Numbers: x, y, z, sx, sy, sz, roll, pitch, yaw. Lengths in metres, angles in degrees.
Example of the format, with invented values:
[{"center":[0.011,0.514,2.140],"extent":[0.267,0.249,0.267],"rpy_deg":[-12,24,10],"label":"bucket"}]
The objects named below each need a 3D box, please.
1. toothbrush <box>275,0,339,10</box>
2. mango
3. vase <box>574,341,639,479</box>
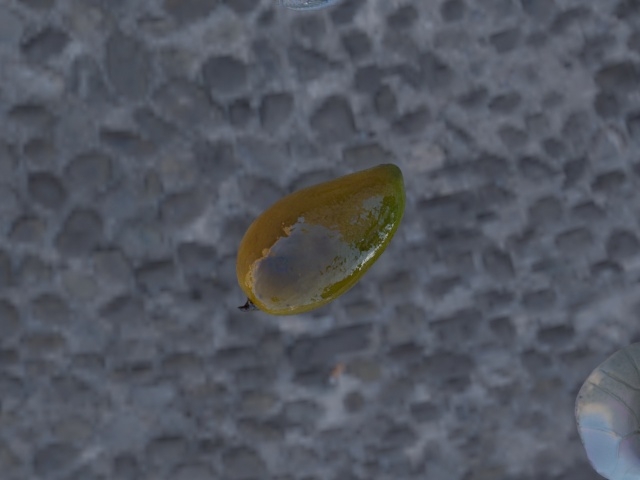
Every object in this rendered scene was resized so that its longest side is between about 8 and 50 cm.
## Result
[{"center":[0.086,-0.210,1.456],"extent":[0.307,0.025,0.029],"rpy_deg":[0,-178,36],"label":"toothbrush"},{"center":[0.000,0.000,1.567],"extent":[0.187,0.101,0.066],"rpy_deg":[-34,177,-1],"label":"mango"},{"center":[0.467,0.229,2.096],"extent":[0.250,0.445,0.250],"rpy_deg":[-1,92,-16],"label":"vase"}]
